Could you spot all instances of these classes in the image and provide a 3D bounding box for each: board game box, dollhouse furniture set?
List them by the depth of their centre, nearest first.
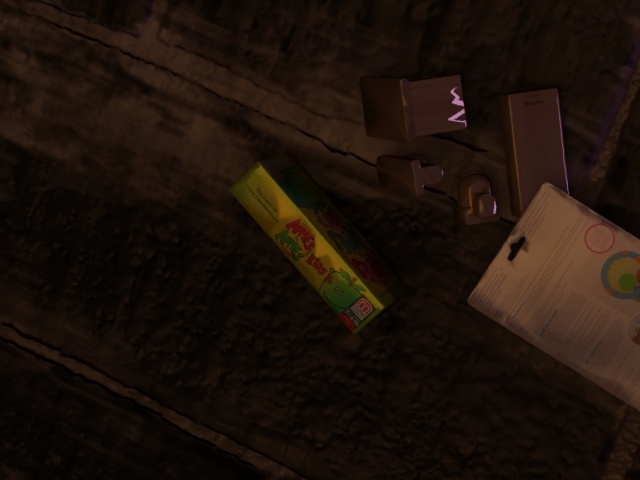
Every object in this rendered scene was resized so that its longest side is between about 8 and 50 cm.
[{"bbox_3d":[0.134,-0.091,1.795,0.151,0.123,0.144,-9,98,-16],"label":"dollhouse furniture set"},{"bbox_3d":[0.000,0.000,1.819,0.043,0.092,0.181,-43,85,18],"label":"board game box"}]

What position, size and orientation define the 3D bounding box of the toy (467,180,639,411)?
[{"bbox_3d":[0.272,0.061,1.762,0.237,0.056,0.137,33,104,5],"label":"toy"}]
